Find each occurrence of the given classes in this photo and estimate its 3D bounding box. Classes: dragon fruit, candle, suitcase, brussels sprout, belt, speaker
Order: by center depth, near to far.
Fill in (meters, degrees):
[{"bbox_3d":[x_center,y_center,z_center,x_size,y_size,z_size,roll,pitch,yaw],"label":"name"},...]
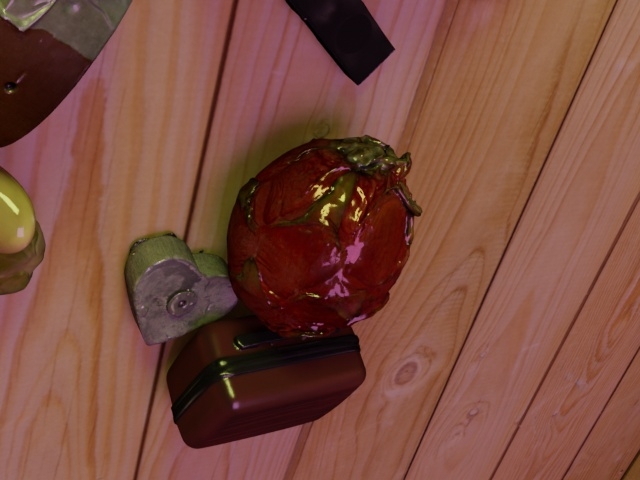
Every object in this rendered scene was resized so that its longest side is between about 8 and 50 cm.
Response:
[{"bbox_3d":[-0.300,-0.260,0.861,0.339,0.217,0.122,-51,137,8],"label":"belt"},{"bbox_3d":[-0.431,0.004,1.064,0.155,0.117,0.155,-35,158,-16],"label":"brussels sprout"},{"bbox_3d":[0.019,-0.313,1.175,0.082,0.044,0.218,-43,138,3],"label":"speaker"},{"bbox_3d":[0.000,0.000,1.260,0.277,0.277,0.343,-7,129,-31],"label":"dragon fruit"},{"bbox_3d":[-0.230,0.083,1.310,0.192,0.068,0.168,25,110,-43],"label":"candle"},{"bbox_3d":[-0.092,0.226,1.419,0.297,0.161,0.236,-5,153,-33],"label":"suitcase"}]

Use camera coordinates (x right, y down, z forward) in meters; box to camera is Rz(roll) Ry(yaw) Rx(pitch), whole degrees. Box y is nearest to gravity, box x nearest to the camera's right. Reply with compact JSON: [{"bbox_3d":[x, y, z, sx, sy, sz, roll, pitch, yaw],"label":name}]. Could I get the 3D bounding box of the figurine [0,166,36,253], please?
[{"bbox_3d":[-0.465,-0.051,0.887,0.324,0.222,0.124,19,111,-19],"label":"figurine"}]
